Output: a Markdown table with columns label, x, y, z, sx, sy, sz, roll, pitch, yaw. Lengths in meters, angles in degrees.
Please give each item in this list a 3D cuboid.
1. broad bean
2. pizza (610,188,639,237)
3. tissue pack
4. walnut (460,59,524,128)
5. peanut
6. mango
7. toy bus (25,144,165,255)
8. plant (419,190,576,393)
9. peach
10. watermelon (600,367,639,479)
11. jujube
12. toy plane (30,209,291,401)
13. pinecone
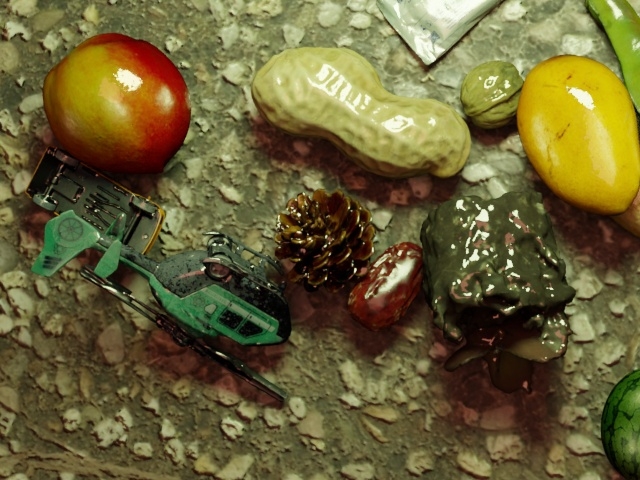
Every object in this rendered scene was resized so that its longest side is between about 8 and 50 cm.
| label | x | y | z | sx | sy | sz | roll | pitch | yaw |
| --- | --- | --- | --- | --- | --- | --- | --- | --- | --- |
| broad bean | 0.400 | -0.229 | 1.413 | 0.067 | 0.075 | 0.325 | -46 | 54 | 37 |
| pizza | 0.524 | -0.056 | 1.393 | 0.365 | 0.074 | 0.182 | 0 | 87 | 12 |
| tissue pack | 0.179 | -0.338 | 1.499 | 0.193 | 0.026 | 0.123 | -39 | 79 | 3 |
| walnut | 0.224 | -0.190 | 1.451 | 0.092 | 0.092 | 0.092 | -1 | 84 | 9 |
| peanut | 0.055 | -0.166 | 1.457 | 0.298 | 0.120 | 0.136 | 26 | 94 | 8 |
| mango | 0.322 | -0.126 | 1.378 | 0.144 | 0.112 | 0.219 | -31 | 64 | 29 |
| toy bus | -0.295 | -0.050 | 1.516 | 0.194 | 0.088 | 0.083 | 31 | 97 | 13 |
| plant | 0.212 | 0.061 | 1.371 | 0.178 | 0.204 | 0.234 | -2 | 75 | -5 |
| peach | -0.259 | -0.175 | 1.478 | 0.197 | 0.197 | 0.197 | -1 | 84 | 9 |
| watermelon | 0.407 | 0.246 | 1.348 | 0.140 | 0.140 | 0.187 | 8 | 90 | 10 |
| jujube | 0.091 | 0.060 | 1.453 | 0.077 | 0.077 | 0.129 | 40 | 82 | 11 |
| toy plane | -0.175 | 0.062 | 1.438 | 0.381 | 0.106 | 0.155 | 29 | 105 | -18 |
| pinecone | 0.000 | -0.001 | 1.436 | 0.140 | 0.121 | 0.140 | -23 | 47 | 27 |
